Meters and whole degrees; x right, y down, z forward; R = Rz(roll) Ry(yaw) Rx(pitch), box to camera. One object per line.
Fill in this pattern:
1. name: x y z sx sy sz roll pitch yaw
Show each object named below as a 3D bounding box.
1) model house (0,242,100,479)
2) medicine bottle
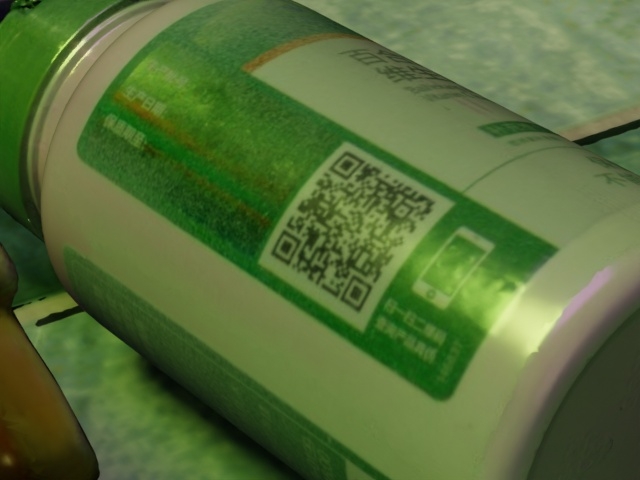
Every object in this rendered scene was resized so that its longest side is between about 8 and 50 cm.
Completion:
1. model house: -0.220 0.049 0.501 0.229 0.219 0.199 -30 85 -27
2. medicine bottle: 0.000 0.000 0.580 0.133 0.133 0.274 -29 43 -33
